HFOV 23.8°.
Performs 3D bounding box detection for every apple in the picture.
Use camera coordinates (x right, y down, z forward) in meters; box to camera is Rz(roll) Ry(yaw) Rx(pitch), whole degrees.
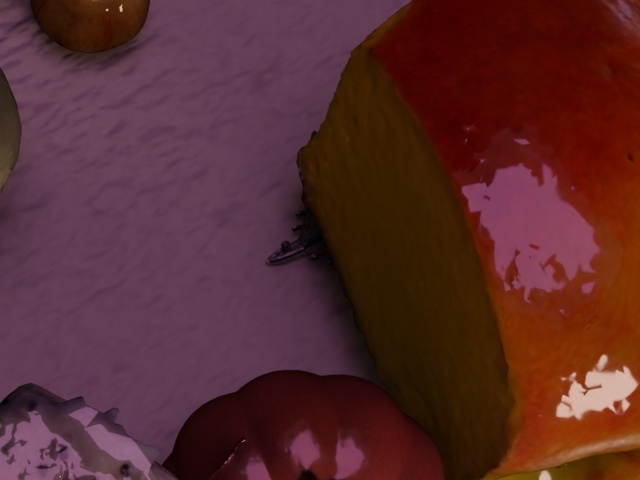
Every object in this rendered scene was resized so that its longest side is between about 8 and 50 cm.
[{"bbox_3d":[-0.160,-0.173,1.066,0.084,0.071,0.084,5,63,-11],"label":"apple"}]

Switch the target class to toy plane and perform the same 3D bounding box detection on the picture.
[{"bbox_3d":[0.001,-0.002,1.055,0.084,0.024,0.078,-17,53,-22],"label":"toy plane"}]

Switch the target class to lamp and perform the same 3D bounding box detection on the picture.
[{"bbox_3d":[-0.013,0.160,0.906,0.182,0.140,0.182,-3,110,-8],"label":"lamp"}]

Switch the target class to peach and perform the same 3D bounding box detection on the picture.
[{"bbox_3d":[0.157,-0.034,0.984,0.306,0.242,0.380,-5,62,-29],"label":"peach"}]

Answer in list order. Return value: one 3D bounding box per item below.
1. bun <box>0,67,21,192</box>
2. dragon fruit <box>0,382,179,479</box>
[{"bbox_3d":[-0.336,-0.095,0.912,0.293,0.293,0.187,46,101,9],"label":"bun"},{"bbox_3d":[-0.152,0.246,0.787,0.221,0.204,0.283,30,68,4],"label":"dragon fruit"}]
